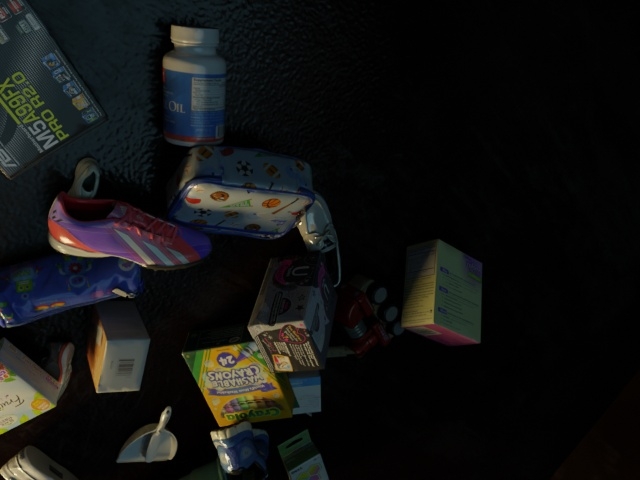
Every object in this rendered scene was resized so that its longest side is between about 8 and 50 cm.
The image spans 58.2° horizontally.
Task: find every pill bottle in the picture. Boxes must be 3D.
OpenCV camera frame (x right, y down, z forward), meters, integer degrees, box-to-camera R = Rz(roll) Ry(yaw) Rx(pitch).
[{"bbox_3d":[-0.249,-0.306,1.135,0.124,0.124,0.222,-6,114,-27],"label":"pill bottle"}]

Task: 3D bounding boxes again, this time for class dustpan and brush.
[{"bbox_3d":[-0.418,0.495,1.457,0.147,0.060,0.211,11,107,-33],"label":"dustpan and brush"}]

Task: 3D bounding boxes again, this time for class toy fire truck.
[{"bbox_3d":[0.078,0.234,1.579,0.246,0.158,0.217,-44,127,-17],"label":"toy fire truck"}]

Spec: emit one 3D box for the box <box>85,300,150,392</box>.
[{"bbox_3d":[-0.443,0.226,1.247,0.091,0.170,0.130,5,110,-32],"label":"box"}]

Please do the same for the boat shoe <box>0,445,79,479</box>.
[{"bbox_3d":[-0.645,0.591,1.367,0.084,0.095,0.258,-34,115,-6],"label":"boat shoe"}]

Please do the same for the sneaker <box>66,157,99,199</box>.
[{"bbox_3d":[-0.478,-0.087,1.148,0.053,0.061,0.152,11,108,-35],"label":"sneaker"}]

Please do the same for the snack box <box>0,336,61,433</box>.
[{"bbox_3d":[-0.682,0.316,1.187,0.207,0.070,0.175,-26,125,6],"label":"snack box"}]

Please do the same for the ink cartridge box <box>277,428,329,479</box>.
[{"bbox_3d":[-0.049,0.690,1.757,0.108,0.062,0.209,-24,122,-17],"label":"ink cartridge box"}]

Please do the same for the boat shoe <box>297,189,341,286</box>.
[{"bbox_3d":[0.000,0.000,1.441,0.096,0.088,0.268,-20,121,-20],"label":"boat shoe"}]

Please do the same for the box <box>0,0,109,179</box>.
[{"bbox_3d":[-0.547,-0.278,1.018,0.216,0.060,0.270,-35,125,-11],"label":"box"}]

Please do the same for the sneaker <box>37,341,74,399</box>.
[{"bbox_3d":[-0.592,0.288,1.276,0.064,0.061,0.158,16,105,-6],"label":"sneaker"}]

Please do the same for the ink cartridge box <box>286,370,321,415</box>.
[{"bbox_3d":[-0.048,0.409,1.593,0.089,0.092,0.143,-4,116,-7],"label":"ink cartridge box"}]

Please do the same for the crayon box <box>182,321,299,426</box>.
[{"bbox_3d":[-0.191,0.359,1.455,0.203,0.083,0.323,-11,123,10],"label":"crayon box"}]

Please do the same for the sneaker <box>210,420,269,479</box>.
[{"bbox_3d":[-0.202,0.572,1.503,0.129,0.147,0.330,-16,155,1],"label":"sneaker"}]

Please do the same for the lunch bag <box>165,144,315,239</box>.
[{"bbox_3d":[-0.170,-0.090,1.238,0.303,0.115,0.243,8,149,-31],"label":"lunch bag"}]

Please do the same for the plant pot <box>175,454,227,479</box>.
[{"bbox_3d":[-0.375,0.773,1.469,0.334,0.341,0.341,-15,119,-14],"label":"plant pot"}]

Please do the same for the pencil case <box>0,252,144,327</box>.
[{"bbox_3d":[-0.509,0.088,1.172,0.306,0.133,0.119,-13,146,-23],"label":"pencil case"}]

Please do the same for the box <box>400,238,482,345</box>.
[{"bbox_3d":[0.345,0.151,1.619,0.213,0.117,0.243,24,64,-36],"label":"box"}]

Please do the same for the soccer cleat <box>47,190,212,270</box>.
[{"bbox_3d":[-0.366,-0.020,1.137,0.318,0.109,0.116,9,130,-19],"label":"soccer cleat"}]

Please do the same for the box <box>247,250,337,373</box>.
[{"bbox_3d":[-0.056,0.164,1.366,0.142,0.247,0.163,-9,125,16],"label":"box"}]
